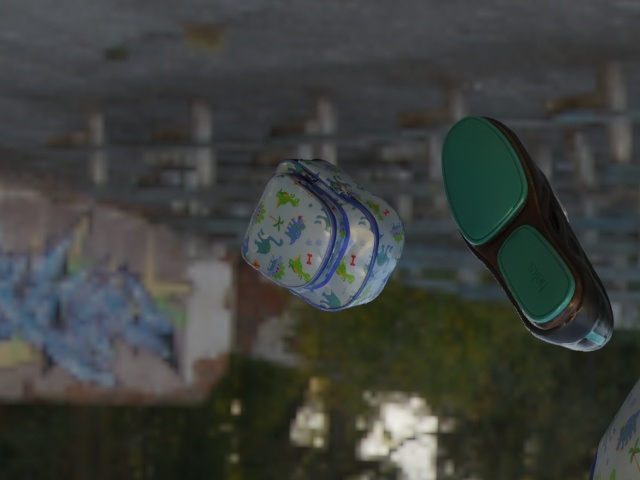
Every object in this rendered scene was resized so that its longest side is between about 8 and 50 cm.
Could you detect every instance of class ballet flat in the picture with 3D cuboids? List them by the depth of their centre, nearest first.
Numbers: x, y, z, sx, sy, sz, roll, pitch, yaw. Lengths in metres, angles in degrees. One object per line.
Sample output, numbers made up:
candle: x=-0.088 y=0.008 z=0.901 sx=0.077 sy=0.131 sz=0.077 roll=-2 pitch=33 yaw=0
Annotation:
ballet flat: x=0.186 y=0.002 z=1.746 sx=0.095 sy=0.280 sz=0.096 roll=-41 pitch=131 yaw=20

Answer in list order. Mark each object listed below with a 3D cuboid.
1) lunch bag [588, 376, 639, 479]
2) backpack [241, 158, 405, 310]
lunch bag: x=0.242 y=0.164 z=1.343 sx=0.096 sy=0.129 sz=0.151 roll=26 pitch=-142 yaw=3
backpack: x=0.000 y=0.000 z=1.548 sx=0.114 sy=0.105 sz=0.084 roll=32 pitch=-160 yaw=23
